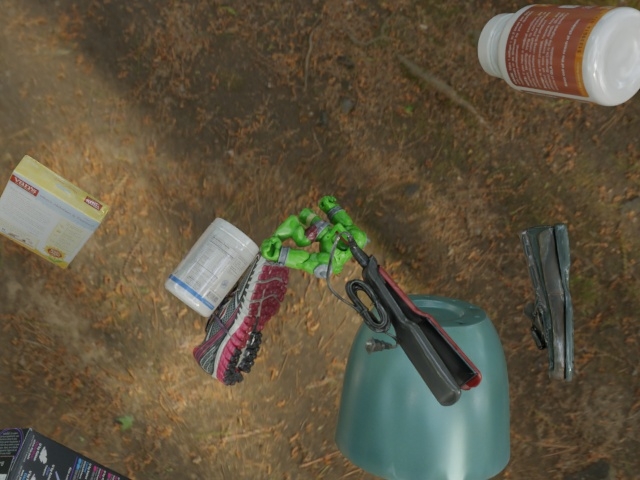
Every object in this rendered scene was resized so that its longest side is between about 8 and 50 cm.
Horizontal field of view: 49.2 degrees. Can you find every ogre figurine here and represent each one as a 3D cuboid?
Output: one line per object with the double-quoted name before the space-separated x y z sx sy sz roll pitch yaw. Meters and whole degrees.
"ogre figurine" 0.000 0.000 1.152 0.118 0.197 0.097 35 113 17

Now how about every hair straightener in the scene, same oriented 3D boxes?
"hair straightener" 0.081 0.088 0.783 0.089 0.047 0.230 -27 77 -41

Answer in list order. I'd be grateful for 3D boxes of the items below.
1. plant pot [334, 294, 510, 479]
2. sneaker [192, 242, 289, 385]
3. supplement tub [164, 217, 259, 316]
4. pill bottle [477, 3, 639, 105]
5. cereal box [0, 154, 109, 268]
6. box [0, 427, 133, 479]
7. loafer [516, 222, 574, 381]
"plant pot" 0.173 0.224 1.153 0.293 0.293 0.235 1 102 -6
"sneaker" -0.162 0.135 1.401 0.112 0.121 0.299 25 88 28
"supplement tub" -0.133 0.033 0.858 0.071 0.071 0.107 35 77 8
"pill bottle" 0.320 -0.256 0.944 0.121 0.121 0.216 -34 32 -17
"cereal box" -0.518 -0.045 1.324 0.173 0.240 0.047 34 51 -18
"box" -0.471 0.434 1.180 0.165 0.270 0.143 -9 52 28
"loafer" 0.363 0.097 1.132 0.084 0.096 0.268 -2 62 18
